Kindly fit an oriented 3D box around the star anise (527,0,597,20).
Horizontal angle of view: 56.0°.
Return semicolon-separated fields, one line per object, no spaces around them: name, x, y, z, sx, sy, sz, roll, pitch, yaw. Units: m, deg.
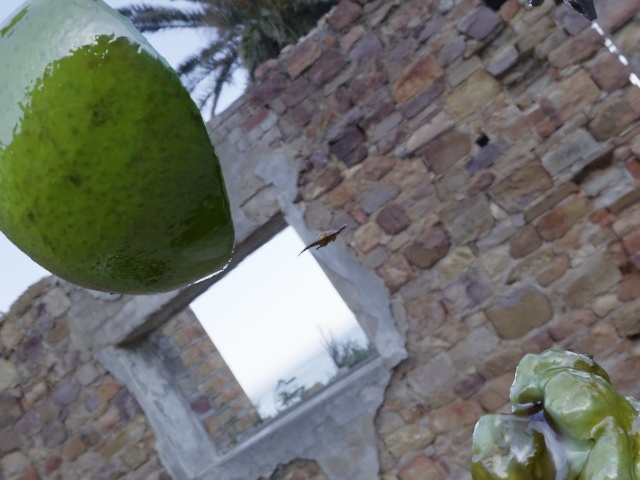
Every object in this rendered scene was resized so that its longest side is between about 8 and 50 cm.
star anise;0.300;-0.362;0.728;0.063;0.172;0.208;-21;-19;-19

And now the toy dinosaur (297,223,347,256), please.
toy dinosaur;0.000;0.001;1.055;0.113;0.026;0.041;-30;-2;-20

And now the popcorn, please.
popcorn;0.283;0.239;0.583;0.276;0.276;0.226;-43;26;49

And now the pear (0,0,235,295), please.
pear;-0.189;-0.069;0.488;0.139;0.288;0.239;-43;7;-38
